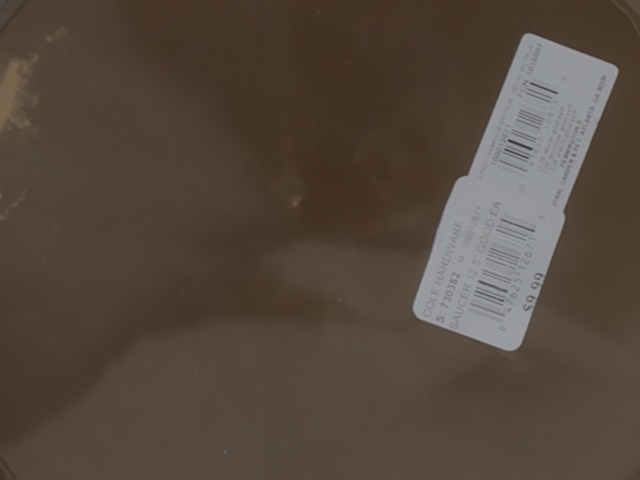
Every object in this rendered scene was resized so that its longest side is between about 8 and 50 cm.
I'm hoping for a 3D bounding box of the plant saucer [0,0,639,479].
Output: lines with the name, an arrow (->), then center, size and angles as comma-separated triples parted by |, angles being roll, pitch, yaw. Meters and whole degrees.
plant saucer -> 0.000, 0.000, 0.460 | 0.278, 0.041, 0.278 | 0, -90, 10
